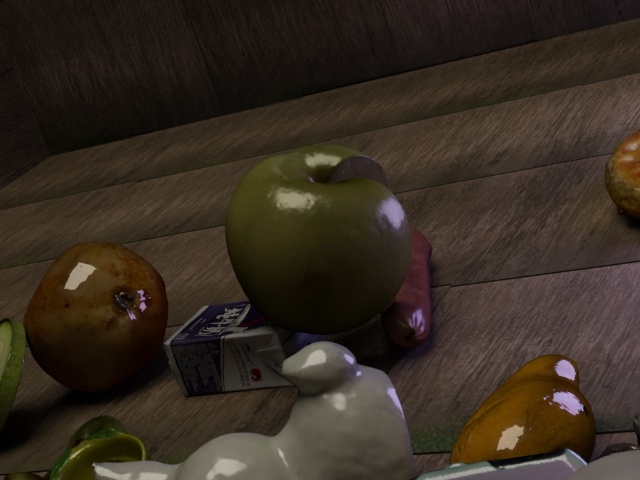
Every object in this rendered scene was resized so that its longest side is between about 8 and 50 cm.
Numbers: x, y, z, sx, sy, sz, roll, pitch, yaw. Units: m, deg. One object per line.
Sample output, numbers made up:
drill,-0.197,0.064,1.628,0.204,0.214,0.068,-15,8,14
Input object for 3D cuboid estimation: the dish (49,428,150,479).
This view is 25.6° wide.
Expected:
dish,-0.290,0.340,1.911,0.148,0.080,0.207,-32,27,-9

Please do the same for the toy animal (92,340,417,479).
toy animal,-0.075,0.269,1.628,0.367,0.241,0.196,-22,16,-5

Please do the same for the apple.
apple,0.000,0.000,2.103,0.291,0.254,0.292,6,28,-3

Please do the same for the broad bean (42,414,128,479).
broad bean,-0.345,0.342,2.024,0.153,0.072,0.207,-7,32,39

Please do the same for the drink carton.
drink carton,-0.115,0.165,2.225,0.222,0.102,0.134,-8,19,30

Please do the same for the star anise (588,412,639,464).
star anise,0.366,0.247,1.469,0.236,0.093,0.229,-21,23,12

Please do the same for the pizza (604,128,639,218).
pizza,0.579,-0.112,2.298,0.226,0.086,0.335,-12,20,11

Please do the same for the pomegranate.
pomegranate,-0.392,0.138,2.409,0.270,0.229,0.252,-36,32,49

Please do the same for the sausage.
sausage,0.137,0.069,2.253,0.087,0.088,0.433,-17,17,10

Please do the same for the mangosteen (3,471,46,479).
mangosteen,-0.404,0.382,1.565,0.346,0.307,0.307,-20,17,-13

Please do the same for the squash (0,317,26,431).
squash,-0.541,0.235,2.350,0.219,0.041,0.219,-46,32,40

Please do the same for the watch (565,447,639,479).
watch,0.263,0.287,1.198,0.231,0.244,0.196,-24,16,13

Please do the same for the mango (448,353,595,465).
mango,0.234,0.227,1.591,0.177,0.120,0.295,-39,-2,24

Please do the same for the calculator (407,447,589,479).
calculator,0.157,0.308,1.415,0.293,0.173,0.051,-15,-23,18
